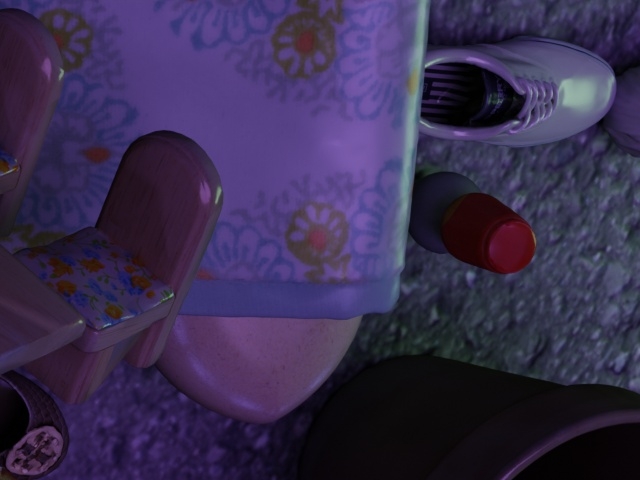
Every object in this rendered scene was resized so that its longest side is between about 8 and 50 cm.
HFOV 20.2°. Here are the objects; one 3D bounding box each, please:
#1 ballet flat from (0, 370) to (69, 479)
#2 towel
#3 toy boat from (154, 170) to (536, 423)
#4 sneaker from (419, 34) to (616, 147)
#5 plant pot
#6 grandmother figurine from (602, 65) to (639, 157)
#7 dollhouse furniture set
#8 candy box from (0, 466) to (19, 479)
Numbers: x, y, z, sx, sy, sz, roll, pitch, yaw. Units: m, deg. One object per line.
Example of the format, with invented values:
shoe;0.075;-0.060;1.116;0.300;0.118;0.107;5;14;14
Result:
ballet flat;-0.269;0.105;1.281;0.084;0.058;0.250;-49;126;-5
towel;-0.119;-0.110;1.157;0.374;0.090;0.320;3;113;-5
toy boat;0.000;0.000;1.368;0.318;0.148;0.267;-5;107;-22
sneaker;0.141;-0.110;1.425;0.258;0.091;0.094;-4;111;-30
plant pot;0.131;0.231;1.440;0.323;0.280;0.323;-11;114;-27
grandmother figurine;0.397;-0.148;1.571;0.342;0.104;0.208;-20;91;-21
dollhouse furniture set;-0.287;-0.080;0.921;0.362;0.394;0.256;-26;148;-51
candy box;-0.364;0.160;1.102;0.183;0.316;0.087;49;41;-35
